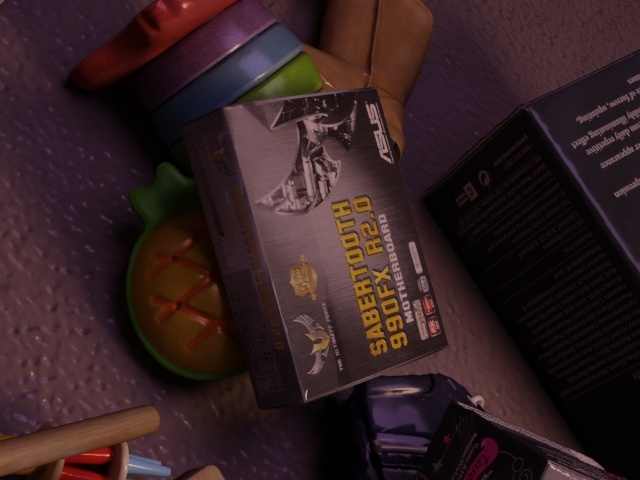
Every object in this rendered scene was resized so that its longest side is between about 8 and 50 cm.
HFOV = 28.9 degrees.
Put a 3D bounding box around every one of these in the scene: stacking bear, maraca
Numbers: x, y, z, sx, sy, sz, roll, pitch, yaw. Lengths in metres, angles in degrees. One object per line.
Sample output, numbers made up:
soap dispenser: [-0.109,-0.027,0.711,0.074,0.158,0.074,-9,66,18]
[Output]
stacking bear: [-0.055,-0.090,1.109,0.289,0.175,0.164,55,47,-9]
maraca: [-0.096,0.022,1.008,0.127,0.099,0.186,-2,72,-20]

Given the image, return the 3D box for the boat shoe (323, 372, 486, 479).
boat shoe: [0.155,0.199,1.084,0.340,0.127,0.158,11,57,-33]

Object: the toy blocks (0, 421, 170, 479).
toy blocks: [-0.171,0.187,0.861,0.148,0.054,0.123,16,50,-34]

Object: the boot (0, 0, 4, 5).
boot: [-0.277,-0.272,1.090,0.059,0.084,0.158,30,46,-25]

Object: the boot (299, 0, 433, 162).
boot: [0.007,-0.210,1.308,0.236,0.089,0.269,36,39,-20]

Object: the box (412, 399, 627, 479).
box: [0.137,0.273,0.911,0.163,0.142,0.247,25,91,-26]

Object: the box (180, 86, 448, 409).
box: [0.000,0.000,0.992,0.183,0.056,0.231,-13,87,-47]

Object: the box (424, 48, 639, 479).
box: [0.358,0.021,1.296,0.293,0.212,0.395,-26,78,-33]

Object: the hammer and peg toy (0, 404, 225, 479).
hammer and peg toy: [-0.115,0.249,0.749,0.266,0.127,0.361,-27,94,-49]
